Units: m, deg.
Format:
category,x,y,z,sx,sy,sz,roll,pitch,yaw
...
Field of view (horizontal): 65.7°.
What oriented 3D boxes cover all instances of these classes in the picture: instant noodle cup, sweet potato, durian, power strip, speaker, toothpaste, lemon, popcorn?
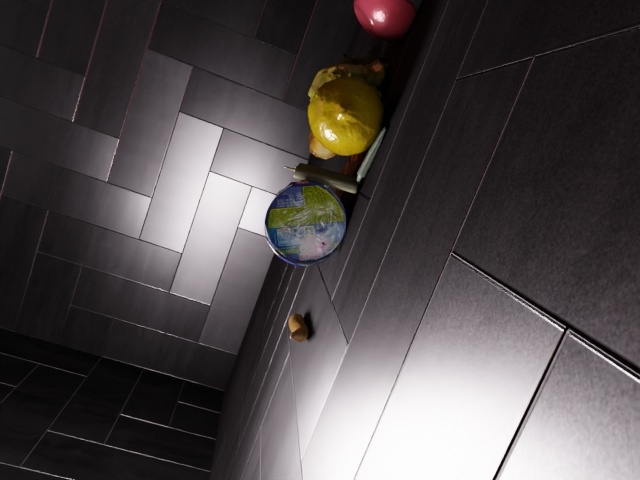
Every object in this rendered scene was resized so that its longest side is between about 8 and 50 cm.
category,x,y,z,sx,sy,sz,roll,pitch,yaw
instant noodle cup,-0.070,-0.060,1.787,0.312,0.284,0.284,-170,99,-82
sweet potato,-0.076,0.304,1.722,0.059,0.067,0.281,-38,9,-3
durian,0.168,-0.678,1.987,0.095,0.220,0.137,49,135,44
power strip,0.006,-0.218,1.687,0.092,0.268,0.034,-72,-3,-64
speaker,0.265,-0.885,1.792,0.294,0.294,0.294,-161,90,-80
toothpaste,0.165,-0.278,1.613,0.048,0.029,0.197,-83,19,-65
lemon,0.085,-0.408,1.639,0.310,0.253,0.253,0,-71,-84
popcorn,0.100,-0.535,1.851,0.237,0.293,0.293,-13,-48,-56

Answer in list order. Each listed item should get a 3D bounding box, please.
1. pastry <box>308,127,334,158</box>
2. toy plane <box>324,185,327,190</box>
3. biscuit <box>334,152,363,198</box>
category,x,y,z,sx,sy,sz,roll,pitch,yaw
pastry,0.053,-0.500,2.193,0.316,0.184,0.284,-115,33,-75
toy plane,0.029,-0.255,2.315,0.083,0.031,0.079,-149,63,-82
biscuit,0.103,-0.266,1.913,0.165,0.036,0.250,-80,13,-49
